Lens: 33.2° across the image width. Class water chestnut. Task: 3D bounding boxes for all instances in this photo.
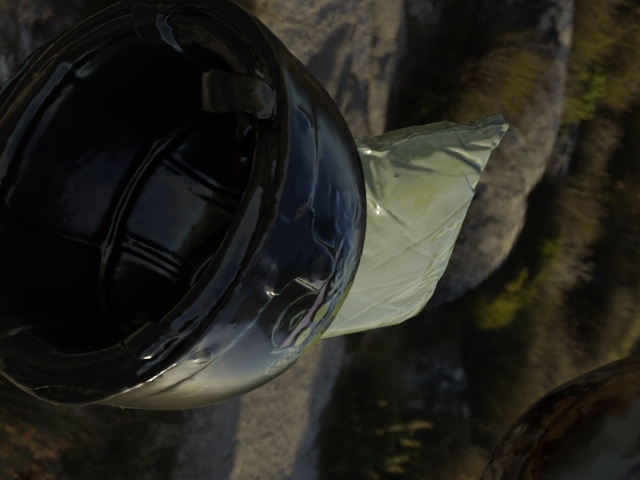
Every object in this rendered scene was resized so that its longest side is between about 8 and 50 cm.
[{"bbox_3d":[0.204,0.164,0.589,0.223,0.224,0.238,-61,177,-7],"label":"water chestnut"}]

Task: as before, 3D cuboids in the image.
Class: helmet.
[{"bbox_3d":[-0.083,-0.012,0.621,0.160,0.279,0.230,29,84,-44],"label":"helmet"}]

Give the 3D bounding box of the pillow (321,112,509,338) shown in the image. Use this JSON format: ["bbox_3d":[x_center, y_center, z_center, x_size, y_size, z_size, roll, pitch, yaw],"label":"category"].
[{"bbox_3d":[0.001,0.000,0.945,0.281,0.076,0.274,-12,145,-19],"label":"pillow"}]
